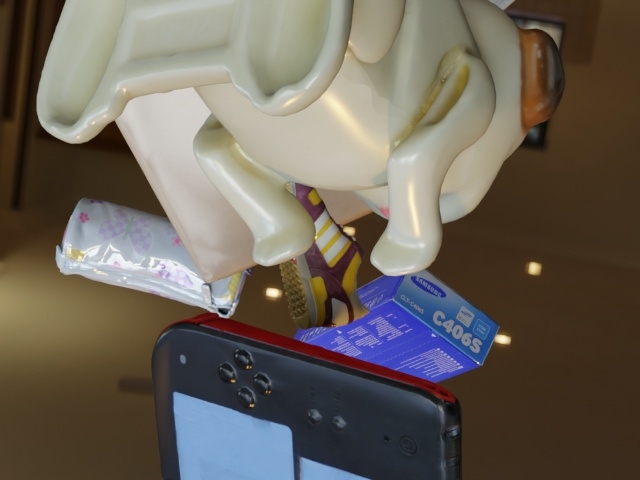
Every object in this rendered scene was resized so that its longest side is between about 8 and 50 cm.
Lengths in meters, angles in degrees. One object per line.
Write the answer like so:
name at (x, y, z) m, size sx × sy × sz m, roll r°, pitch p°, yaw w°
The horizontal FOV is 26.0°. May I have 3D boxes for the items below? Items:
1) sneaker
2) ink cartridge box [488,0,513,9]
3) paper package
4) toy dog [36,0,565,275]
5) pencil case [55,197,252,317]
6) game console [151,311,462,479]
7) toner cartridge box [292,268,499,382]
sneaker at (0.000, 0.000, 1.452) m, size 0.084 × 0.185 × 0.069 m, roll -6°, pitch 172°, yaw -22°
ink cartridge box at (0.129, -0.427, 1.886) m, size 0.165 × 0.332 × 0.065 m, roll -41°, pitch -179°, yaw -30°
paper package at (-0.053, -0.157, 1.647) m, size 0.325 × 0.309 × 0.168 m, roll -24°, pitch -164°, yaw 11°
toy dog at (0.019, -0.157, 1.148) m, size 0.285 × 0.395 × 0.408 m, roll -13°, pitch 152°, yaw 33°
pencil case at (-0.237, 0.027, 1.991) m, size 0.273 × 0.124 × 0.113 m, roll 17°, pitch 152°, yaw -5°
game console at (-0.016, 0.272, 1.335) m, size 0.342 × 0.386 × 0.060 m, roll 16°, pitch -151°, yaw 36°
toner cartridge box at (0.098, 0.147, 2.047) m, size 0.165 × 0.075 × 0.348 m, roll 36°, pitch 151°, yaw -13°
